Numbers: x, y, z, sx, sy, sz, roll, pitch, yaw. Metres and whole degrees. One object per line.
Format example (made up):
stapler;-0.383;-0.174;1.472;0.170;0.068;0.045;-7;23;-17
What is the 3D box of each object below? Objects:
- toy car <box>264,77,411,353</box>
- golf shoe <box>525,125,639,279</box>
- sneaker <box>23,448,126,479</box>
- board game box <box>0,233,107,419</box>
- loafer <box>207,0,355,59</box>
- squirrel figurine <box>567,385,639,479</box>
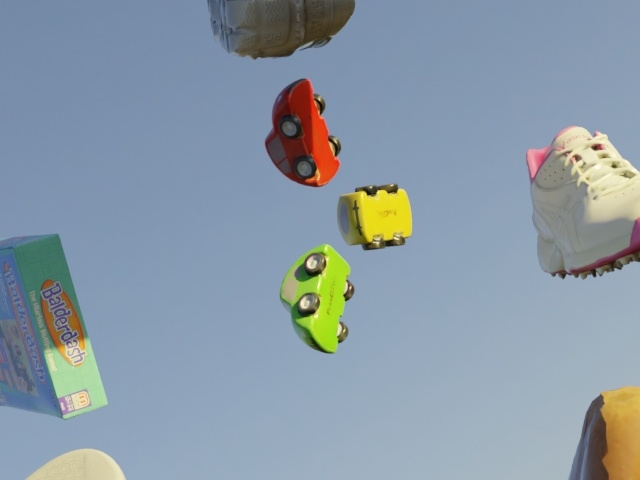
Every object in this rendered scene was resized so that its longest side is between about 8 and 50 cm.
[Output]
toy car;0.000;0.000;1.787;0.053;0.225;0.239;-8;-35;30
golf shoe;0.257;-0.040;1.832;0.115;0.140;0.306;-19;2;-12
sneaker;-0.229;0.277;1.313;0.296;0.104;0.147;-36;-45;-8
board game box;-0.268;0.077;1.785;0.047;0.160;0.210;-18;7;-24
loafer;-0.039;-0.214;1.685;0.111;0.112;0.319;-5;18;-7
squirrel figurine;0.299;0.310;1.020;0.370;0.281;0.397;6;-50;-3
